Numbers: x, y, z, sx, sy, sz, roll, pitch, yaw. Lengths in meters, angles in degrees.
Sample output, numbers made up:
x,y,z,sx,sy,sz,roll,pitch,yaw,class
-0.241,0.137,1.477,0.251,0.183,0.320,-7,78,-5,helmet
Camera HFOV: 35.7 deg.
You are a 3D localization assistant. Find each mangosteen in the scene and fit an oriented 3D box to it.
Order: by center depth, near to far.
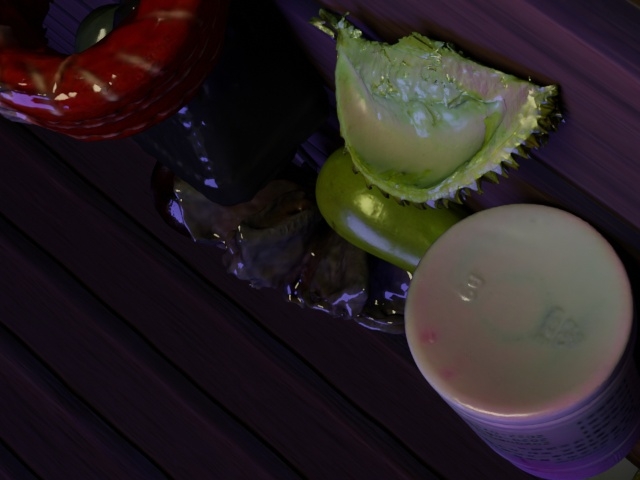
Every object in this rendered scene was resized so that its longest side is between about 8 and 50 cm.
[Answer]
x,y,z,sx,sy,sz,roll,pitch,yaw,class
-0.175,-0.088,1.687,0.230,0.194,0.194,4,155,32,mangosteen

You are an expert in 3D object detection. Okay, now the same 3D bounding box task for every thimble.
x,y,z,sx,sy,sz,roll,pitch,yaw,class
-0.139,-0.160,0.612,0.163,0.189,0.125,15,177,2,thimble

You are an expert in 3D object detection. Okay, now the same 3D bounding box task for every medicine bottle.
x,y,z,sx,sy,sz,roll,pitch,yaw,class
0.167,0.089,0.749,0.152,0.152,0.254,37,175,29,medicine bottle

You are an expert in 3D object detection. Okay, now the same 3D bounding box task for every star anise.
x,y,z,sx,sy,sz,roll,pitch,yaw,class
-0.002,-0.001,1.018,0.332,0.117,0.331,22,-168,-5,star anise

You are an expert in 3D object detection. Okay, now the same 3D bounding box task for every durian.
x,y,z,sx,sy,sz,roll,pitch,yaw,class
0.062,-0.082,0.588,0.215,0.086,0.100,30,136,48,durian

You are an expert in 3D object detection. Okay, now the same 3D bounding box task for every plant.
x,y,z,sx,sy,sz,roll,pitch,yaw,class
-0.091,-0.124,0.833,0.164,0.142,0.256,37,171,20,plant

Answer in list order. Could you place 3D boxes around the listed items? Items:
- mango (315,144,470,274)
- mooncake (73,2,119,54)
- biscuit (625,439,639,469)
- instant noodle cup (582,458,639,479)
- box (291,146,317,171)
x,y,z,sx,sy,sz,roll,pitch,yaw,class
0.068,-0.019,0.871,0.163,0.089,0.117,40,180,0,mango
-0.165,-0.154,0.976,0.175,0.168,0.104,58,168,-22,mooncake
0.374,0.220,0.949,0.359,0.074,0.381,36,178,10,biscuit
0.403,0.360,1.300,0.153,0.205,0.205,50,173,-10,instant noodle cup
-0.073,-0.112,1.271,0.122,0.062,0.089,37,175,38,box
